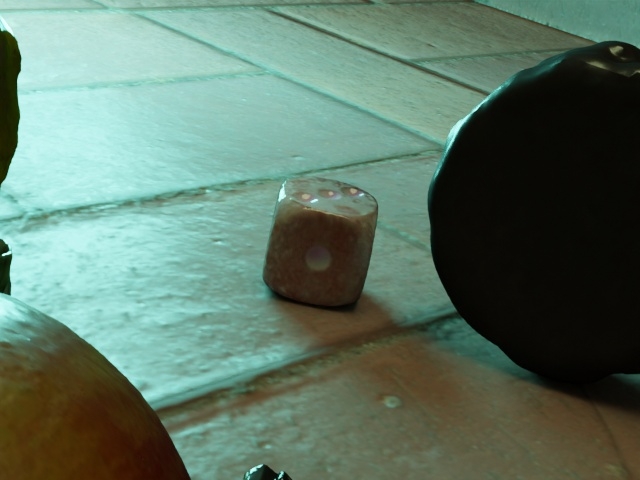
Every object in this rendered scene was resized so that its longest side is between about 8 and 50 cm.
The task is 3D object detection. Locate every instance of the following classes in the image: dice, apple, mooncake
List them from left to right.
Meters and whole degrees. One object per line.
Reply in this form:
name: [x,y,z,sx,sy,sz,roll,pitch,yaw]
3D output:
apple: [-0.168,0.141,0.676,0.179,0.254,0.346,-26,15,15]
dice: [0.000,0.000,1.173,0.093,0.094,0.091,13,20,-2]
mooncake: [0.235,-0.024,1.100,0.283,0.283,0.141,20,17,20]

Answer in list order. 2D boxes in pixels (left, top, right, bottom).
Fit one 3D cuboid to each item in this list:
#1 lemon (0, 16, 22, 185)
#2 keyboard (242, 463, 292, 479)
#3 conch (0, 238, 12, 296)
lemon: [-0.367,-0.108,1.033,0.268,0.268,0.322,17,21,14]
keyboard: [-0.020,0.205,0.671,0.094,0.025,0.230,43,22,-12]
conch: [-0.273,0.037,0.870,0.176,0.122,0.188,-19,6,11]
